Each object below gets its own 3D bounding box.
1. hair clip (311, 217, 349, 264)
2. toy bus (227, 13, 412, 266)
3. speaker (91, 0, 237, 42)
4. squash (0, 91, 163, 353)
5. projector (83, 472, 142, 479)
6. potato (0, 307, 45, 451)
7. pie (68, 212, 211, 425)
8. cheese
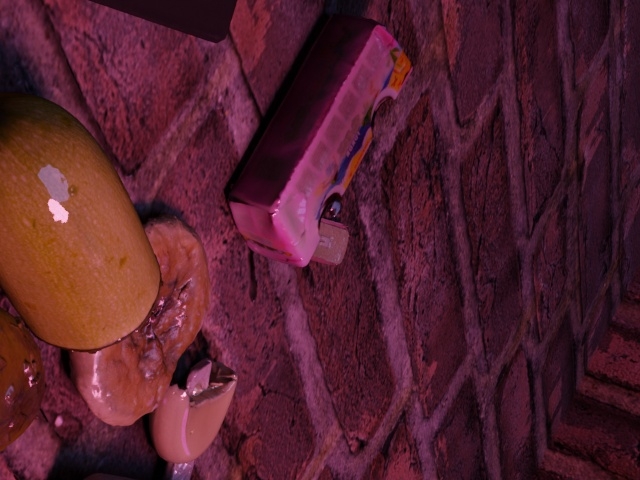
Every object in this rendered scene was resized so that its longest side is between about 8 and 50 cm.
[{"bbox_3d":[-0.001,-0.001,1.830,0.137,0.022,0.054,14,94,-66],"label":"hair clip"},{"bbox_3d":[-0.003,-0.114,1.656,0.274,0.090,0.112,-62,149,-17],"label":"toy bus"},{"bbox_3d":[-0.154,-0.288,1.079,0.254,0.184,0.232,5,103,-68],"label":"speaker"},{"bbox_3d":[-0.218,-0.024,1.207,0.132,0.133,0.247,-59,155,-25],"label":"squash"},{"bbox_3d":[-0.197,0.354,1.534,0.198,0.108,0.250,-58,156,-1],"label":"projector"},{"bbox_3d":[-0.301,0.108,1.149,0.149,0.113,0.251,-67,158,0],"label":"potato"},{"bbox_3d":[-0.178,0.069,1.468,0.218,0.052,0.185,-62,150,-24],"label":"pie"},{"bbox_3d":[-0.150,0.221,1.644,0.127,0.050,0.235,-34,144,-52],"label":"cheese"}]
